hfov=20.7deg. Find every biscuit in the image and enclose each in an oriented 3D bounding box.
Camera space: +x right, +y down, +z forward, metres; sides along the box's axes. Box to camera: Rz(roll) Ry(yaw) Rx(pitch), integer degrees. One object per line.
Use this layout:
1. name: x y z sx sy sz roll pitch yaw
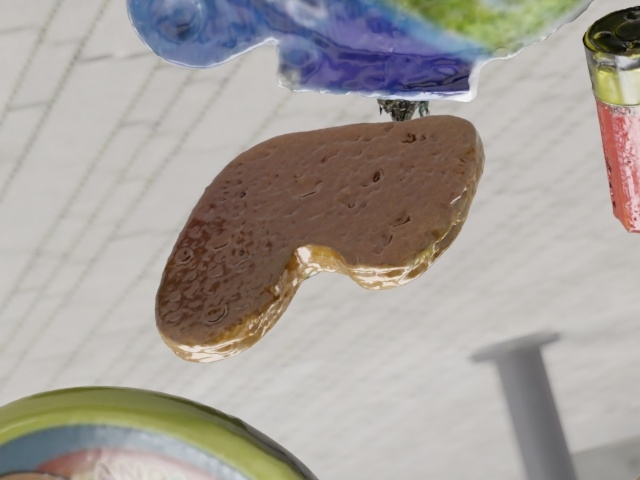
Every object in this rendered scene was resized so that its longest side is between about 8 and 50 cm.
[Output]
1. biscuit: 0.001 0.001 1.519 0.277 0.262 0.052 -7 133 25

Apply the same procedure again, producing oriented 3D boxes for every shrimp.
1. shrimp: 0.104 -0.174 1.960 0.082 0.174 0.076 35 138 -7

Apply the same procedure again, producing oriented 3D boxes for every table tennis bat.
1. table tennis bat: -0.117 0.217 0.868 0.369 0.224 0.054 -59 -176 32

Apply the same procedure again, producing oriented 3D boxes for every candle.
1. candle: 0.160 -0.045 0.836 0.052 0.052 0.131 -15 120 3

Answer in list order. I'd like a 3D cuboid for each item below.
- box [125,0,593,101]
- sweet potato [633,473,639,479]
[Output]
1. box: 0.035 -0.205 0.896 0.291 0.262 0.206 -43 -170 12
2. sweet potato: 0.348 0.356 1.703 0.097 0.292 0.097 -5 170 -1
